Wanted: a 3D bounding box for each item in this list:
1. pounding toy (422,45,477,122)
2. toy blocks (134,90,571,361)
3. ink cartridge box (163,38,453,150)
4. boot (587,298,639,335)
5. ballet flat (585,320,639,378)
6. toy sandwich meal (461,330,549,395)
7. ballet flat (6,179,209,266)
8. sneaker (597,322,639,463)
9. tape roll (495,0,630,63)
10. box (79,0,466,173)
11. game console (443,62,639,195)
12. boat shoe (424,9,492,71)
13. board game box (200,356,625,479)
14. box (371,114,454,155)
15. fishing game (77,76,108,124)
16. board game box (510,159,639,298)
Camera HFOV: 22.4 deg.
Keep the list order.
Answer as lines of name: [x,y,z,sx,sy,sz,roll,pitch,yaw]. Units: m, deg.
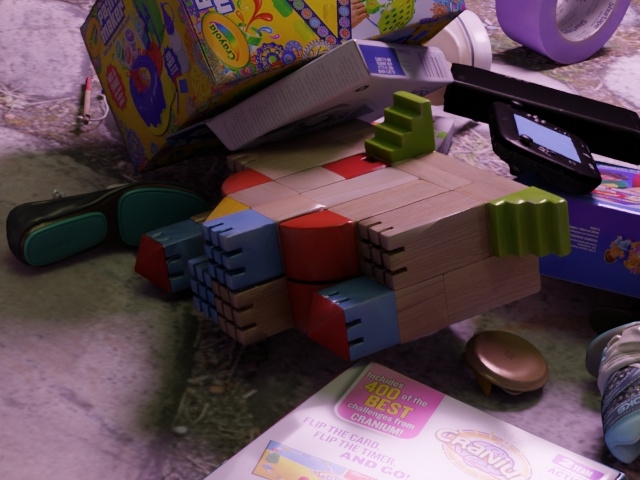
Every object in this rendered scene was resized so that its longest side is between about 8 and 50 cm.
pounding toy: [0.058,-0.196,1.868,0.237,0.110,0.183,40,-1,20]
toy blocks: [0.000,0.000,1.416,0.261,0.190,0.381,-19,24,-25]
ink cartridge box: [-0.007,-0.128,1.587,0.224,0.045,0.223,-25,-6,25]
boot: [0.301,0.059,1.534,0.106,0.037,0.114,19,31,-6]
ballet flat: [0.340,0.107,1.424,0.213,0.072,0.068,-2,34,-18]
toy sandwich meal: [0.160,0.110,1.421,0.086,0.029,0.085,13,34,-9]
ballet flat: [-0.207,-0.026,1.539,0.203,0.074,0.074,-14,35,-30]
sneaker: [0.363,0.165,1.320,0.283,0.110,0.122,10,46,10]
tape roll: [0.320,-0.330,2.093,0.189,0.189,0.080,-18,38,-38]
box: [-0.058,-0.224,1.627,0.279,0.177,0.290,-19,-6,-24]
game console: [0.230,-0.108,1.605,0.213,0.044,0.361,15,16,0]
boat shoe: [0.122,-0.258,2.015,0.088,0.096,0.267,-10,32,-21]
board game box: [0.044,0.215,1.160,0.242,0.064,0.316,23,32,26]
box: [0.057,-0.098,1.763,0.145,0.038,0.186,13,28,12]
fishing game: [-0.139,-0.158,1.827,0.264,0.041,0.189,3,26,-7]
board game box: [0.361,0.003,1.531,0.347,0.078,0.233,14,15,20]
